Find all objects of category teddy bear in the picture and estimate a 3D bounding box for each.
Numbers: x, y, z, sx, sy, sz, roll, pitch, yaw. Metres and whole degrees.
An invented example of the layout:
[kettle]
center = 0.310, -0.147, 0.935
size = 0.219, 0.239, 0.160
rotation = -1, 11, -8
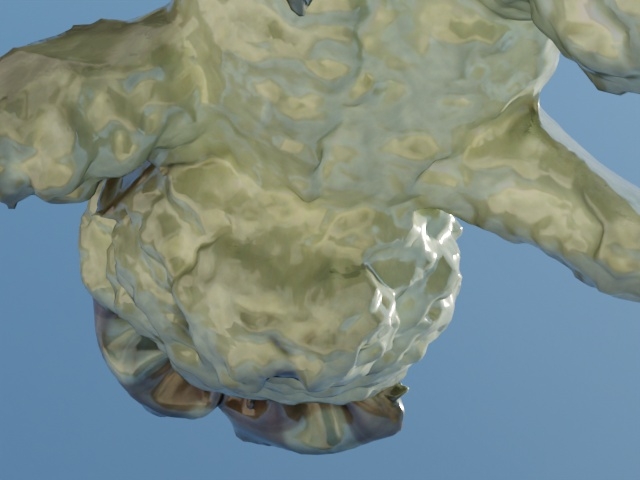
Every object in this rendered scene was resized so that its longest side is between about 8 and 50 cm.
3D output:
[teddy bear]
center = 0.000, 0.000, 0.612
size = 0.327, 0.362, 0.375
rotation = 14, -165, -11
